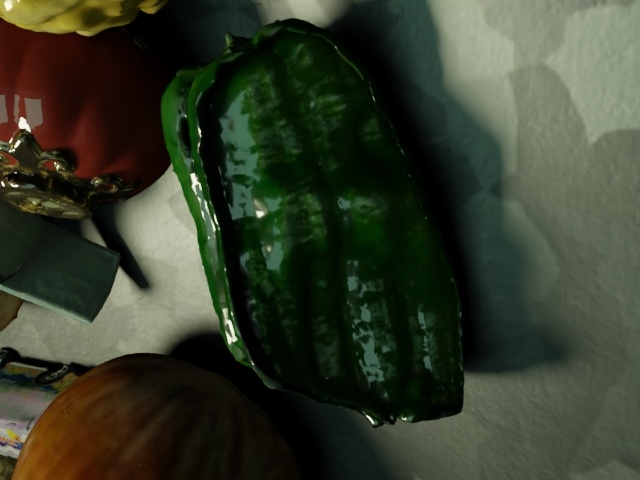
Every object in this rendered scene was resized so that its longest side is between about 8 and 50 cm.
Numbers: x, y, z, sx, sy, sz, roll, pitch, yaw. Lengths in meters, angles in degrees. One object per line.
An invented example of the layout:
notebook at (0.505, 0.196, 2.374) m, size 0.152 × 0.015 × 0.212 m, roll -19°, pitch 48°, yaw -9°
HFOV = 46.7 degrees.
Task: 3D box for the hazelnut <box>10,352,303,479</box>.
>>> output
hazelnut at (-0.195, 0.317, 0.871) m, size 0.372 × 0.315 × 0.372 m, roll 1°, pitch 100°, yaw 5°

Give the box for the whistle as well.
whistle at (-0.351, -0.005, 0.812) m, size 0.289 × 0.163 × 0.163 m, roll 26°, pitch 134°, yaw -24°

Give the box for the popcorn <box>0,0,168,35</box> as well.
popcorn at (-0.192, -0.347, 0.545) m, size 0.381 × 0.349 × 0.349 m, roll -34°, pitch 93°, yaw 14°

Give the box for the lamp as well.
lamp at (-0.247, -0.131, 0.727) m, size 0.226 × 0.227 × 0.227 m, roll 15°, pitch 120°, yaw 26°

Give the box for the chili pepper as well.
chili pepper at (-0.007, 0.002, 0.660) m, size 0.385 × 0.213 × 0.167 m, roll 67°, pitch 170°, yaw -7°

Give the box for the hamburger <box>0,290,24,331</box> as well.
hamburger at (-0.521, 0.019, 0.961) m, size 0.291 × 0.225 × 0.291 m, roll 15°, pitch 119°, yaw 29°

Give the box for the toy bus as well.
toy bus at (-0.452, 0.246, 1.091) m, size 0.316 × 0.138 × 0.113 m, roll 1°, pitch 114°, yaw 32°

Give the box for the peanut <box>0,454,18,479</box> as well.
peanut at (-0.536, 0.340, 1.109) m, size 0.214 × 0.099 × 0.100 m, roll 8°, pitch 125°, yaw -12°
